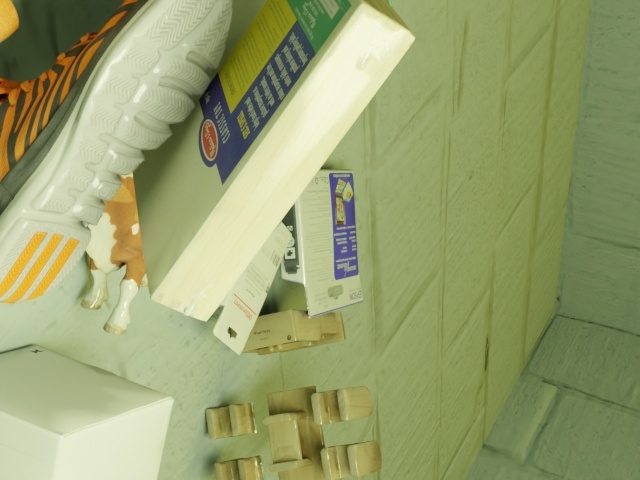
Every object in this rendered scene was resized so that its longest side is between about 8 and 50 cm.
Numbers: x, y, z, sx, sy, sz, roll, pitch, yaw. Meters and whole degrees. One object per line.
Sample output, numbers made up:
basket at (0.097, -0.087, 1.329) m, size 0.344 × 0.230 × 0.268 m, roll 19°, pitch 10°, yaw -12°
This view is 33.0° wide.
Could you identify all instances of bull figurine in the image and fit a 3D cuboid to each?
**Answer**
bull figurine at (-0.189, -0.016, 1.143) m, size 0.310 × 0.101 × 0.188 m, roll -17°, pitch 125°, yaw -60°

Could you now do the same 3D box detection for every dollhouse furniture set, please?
dollhouse furniture set at (-0.030, 0.226, 1.523) m, size 0.161 × 0.212 × 0.242 m, roll 12°, pitch 67°, yaw -65°

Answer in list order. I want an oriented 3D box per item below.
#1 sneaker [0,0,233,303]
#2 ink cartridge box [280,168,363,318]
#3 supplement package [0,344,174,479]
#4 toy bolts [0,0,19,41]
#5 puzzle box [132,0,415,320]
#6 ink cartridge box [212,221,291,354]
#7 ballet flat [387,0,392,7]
sneaker at (-0.220, -0.122, 0.873) m, size 0.321 × 0.180 × 0.125 m, roll -51°, pitch 155°, yaw 4°
ink cartridge box at (0.000, 0.000, 1.568) m, size 0.206 × 0.045 × 0.208 m, roll -7°, pitch 92°, yaw -66°
supplement package at (-0.281, 0.271, 1.021) m, size 0.175 × 0.178 × 0.292 m, roll -9°, pitch 112°, yaw -64°
toy bolts at (-0.260, -0.228, 0.749) m, size 0.158 × 0.218 × 0.228 m, roll -56°, pitch 134°, yaw -23°
puzzle box at (-0.072, -0.147, 0.929) m, size 0.052 × 0.409 × 0.272 m, roll 28°, pitch 111°, yaw -27°
ink cartridge box at (-0.110, 0.046, 1.403) m, size 0.180 × 0.060 × 0.104 m, roll -67°, pitch 157°, yaw -15°
ballet flat at (0.070, -0.337, 1.536) m, size 0.087 × 0.083 × 0.247 m, roll -61°, pitch 159°, yaw -58°
